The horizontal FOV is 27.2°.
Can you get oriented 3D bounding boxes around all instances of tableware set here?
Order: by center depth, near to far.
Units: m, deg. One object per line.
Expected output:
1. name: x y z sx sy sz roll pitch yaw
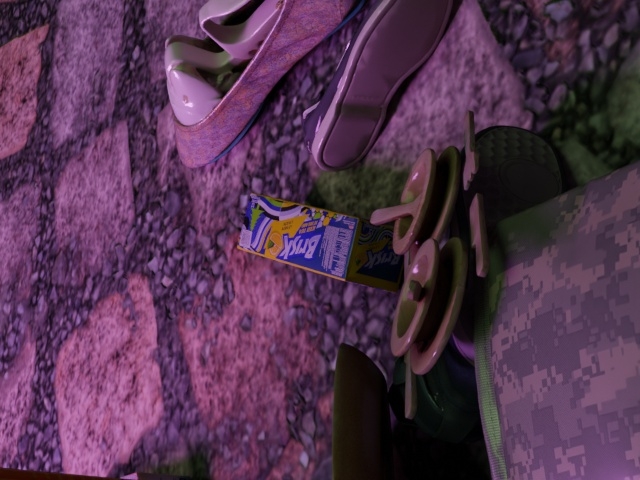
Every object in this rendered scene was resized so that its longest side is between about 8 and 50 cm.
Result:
1. tableware set: 0.061 0.006 0.849 0.194 0.039 0.128 -85 15 -55

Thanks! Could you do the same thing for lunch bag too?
1. lunch bag: 0.214 0.104 0.708 0.235 0.169 0.287 -27 54 49

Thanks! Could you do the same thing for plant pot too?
1. plant pot: 0.034 0.190 0.939 0.236 0.032 0.236 -2 -90 -85

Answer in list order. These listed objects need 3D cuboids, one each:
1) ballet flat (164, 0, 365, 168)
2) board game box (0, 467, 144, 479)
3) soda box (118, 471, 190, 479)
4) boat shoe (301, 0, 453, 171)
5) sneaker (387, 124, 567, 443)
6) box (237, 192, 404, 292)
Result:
1. ballet flat: -0.084 -0.183 1.257 0.316 0.106 0.107 -44 47 38
2. board game box: -0.178 0.419 0.983 0.356 0.357 0.356 -48 45 34
3. soda box: -0.201 0.274 1.312 0.183 0.063 0.058 -26 60 48
4. boat shoe: 0.039 -0.156 1.109 0.206 0.075 0.065 -60 42 29
5. sneaker: 0.109 0.037 0.942 0.163 0.086 0.226 108 179 -49
6. box: 0.000 0.000 1.125 0.169 0.059 0.054 16 92 54
